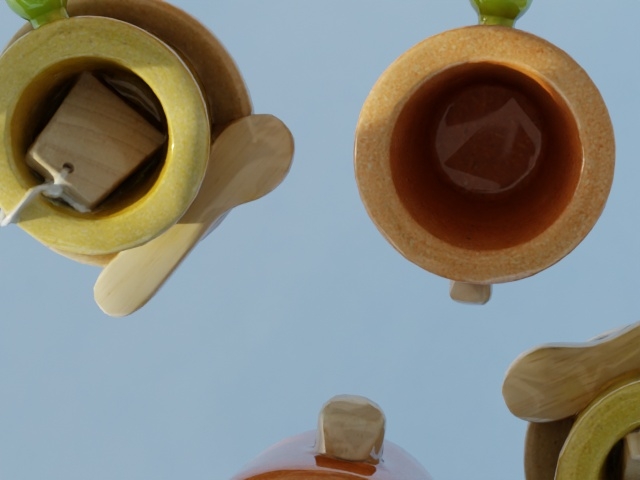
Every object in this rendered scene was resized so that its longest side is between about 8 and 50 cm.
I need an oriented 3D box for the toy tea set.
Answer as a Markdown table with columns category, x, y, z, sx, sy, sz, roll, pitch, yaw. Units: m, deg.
| category | x | y | z | sx | sy | sz | roll | pitch | yaw |
| --- | --- | --- | --- | --- | --- | --- | --- | --- | --- |
| toy tea set | 0.000 | 0.000 | 0.476 | 0.336 | 0.200 | 0.124 | 61 | -170 | -6 |
